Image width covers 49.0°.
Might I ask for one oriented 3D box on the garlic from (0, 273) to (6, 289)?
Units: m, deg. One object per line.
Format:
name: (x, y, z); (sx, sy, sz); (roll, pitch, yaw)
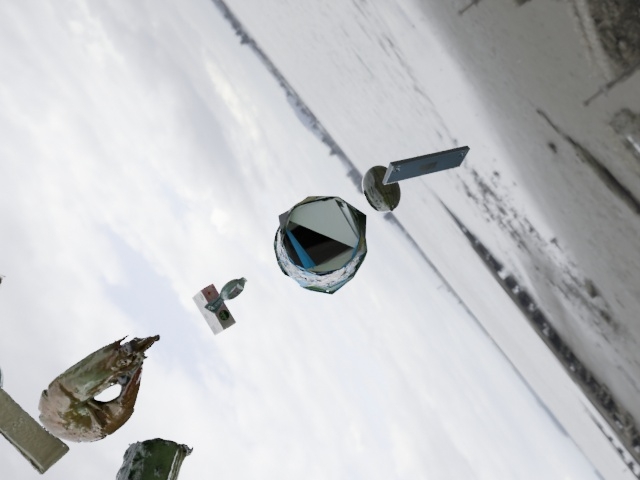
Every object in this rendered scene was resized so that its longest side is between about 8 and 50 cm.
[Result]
garlic: (-0.712, 0.119, 1.353); (0.143, 0.178, 0.229); (38, 172, -35)

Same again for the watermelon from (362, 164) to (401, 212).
watermelon: (0.130, -0.107, 1.489); (0.078, 0.078, 0.111); (38, -145, -66)

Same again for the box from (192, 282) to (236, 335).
box: (-0.284, 0.185, 1.867); (0.125, 0.043, 0.089); (59, 149, 1)

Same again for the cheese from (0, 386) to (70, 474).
cheese: (-0.752, 0.419, 1.681); (0.400, 0.085, 0.034); (27, 150, 29)

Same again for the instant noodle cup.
instant noodle cup: (0.000, 0.000, 1.637); (0.240, 0.240, 0.178); (52, 174, 5)

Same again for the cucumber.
cucumber: (-0.334, 0.515, 1.240); (0.105, 0.145, 0.325); (65, -150, -58)

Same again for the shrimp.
shrimp: (-0.376, 0.256, 1.230); (0.145, 0.267, 0.061); (46, -177, -9)

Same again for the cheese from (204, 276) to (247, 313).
cheese: (-0.227, 0.131, 1.708); (0.026, 0.120, 0.067); (49, -179, 31)

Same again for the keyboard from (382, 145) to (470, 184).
keyboard: (0.197, -0.140, 1.301); (0.014, 0.176, 0.055); (60, 152, 30)

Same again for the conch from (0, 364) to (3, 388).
conch: (-1.006, 0.404, 1.992); (0.220, 0.195, 0.277); (27, 140, 12)
